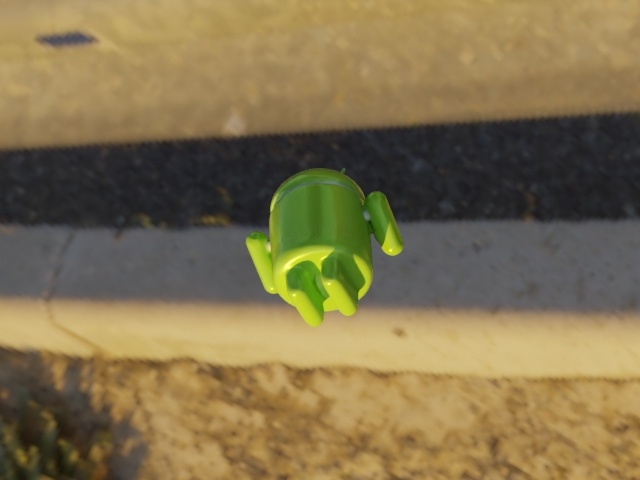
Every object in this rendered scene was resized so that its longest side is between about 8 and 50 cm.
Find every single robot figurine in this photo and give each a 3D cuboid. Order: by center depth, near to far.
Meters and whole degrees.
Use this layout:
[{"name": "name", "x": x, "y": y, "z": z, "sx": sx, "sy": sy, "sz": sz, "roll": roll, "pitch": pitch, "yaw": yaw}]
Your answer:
[{"name": "robot figurine", "x": 0.000, "y": 0.000, "z": 1.180, "sx": 0.101, "sy": 0.067, "sz": 0.115, "roll": -20, "pitch": 44, "yaw": 16}]
